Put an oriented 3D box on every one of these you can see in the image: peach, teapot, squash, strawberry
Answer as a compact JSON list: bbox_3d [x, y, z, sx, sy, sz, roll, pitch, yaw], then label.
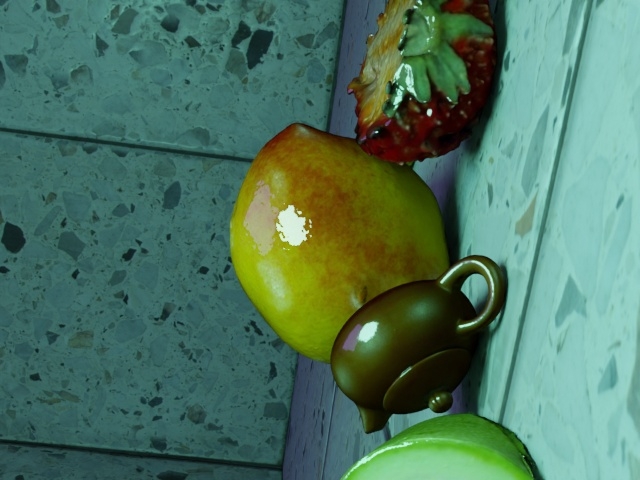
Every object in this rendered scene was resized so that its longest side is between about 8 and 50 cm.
[{"bbox_3d":[0.023,0.006,1.221,0.289,0.289,0.308,-89,-18,-50],"label":"peach"},{"bbox_3d":[0.118,0.120,1.019,0.252,0.178,0.135,-49,58,28],"label":"teapot"},{"bbox_3d":[0.138,0.298,0.952,0.309,0.210,0.234,12,-98,-66],"label":"squash"},{"bbox_3d":[0.131,-0.201,1.168,0.280,0.150,0.253,127,157,-67],"label":"strawberry"}]

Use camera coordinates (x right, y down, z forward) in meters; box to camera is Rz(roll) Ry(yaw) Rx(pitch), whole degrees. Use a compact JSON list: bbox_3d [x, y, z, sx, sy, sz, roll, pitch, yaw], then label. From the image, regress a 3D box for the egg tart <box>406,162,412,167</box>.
[{"bbox_3d":[0.142,-0.163,1.615,0.129,0.049,0.129,6,-90,-89],"label":"egg tart"}]
